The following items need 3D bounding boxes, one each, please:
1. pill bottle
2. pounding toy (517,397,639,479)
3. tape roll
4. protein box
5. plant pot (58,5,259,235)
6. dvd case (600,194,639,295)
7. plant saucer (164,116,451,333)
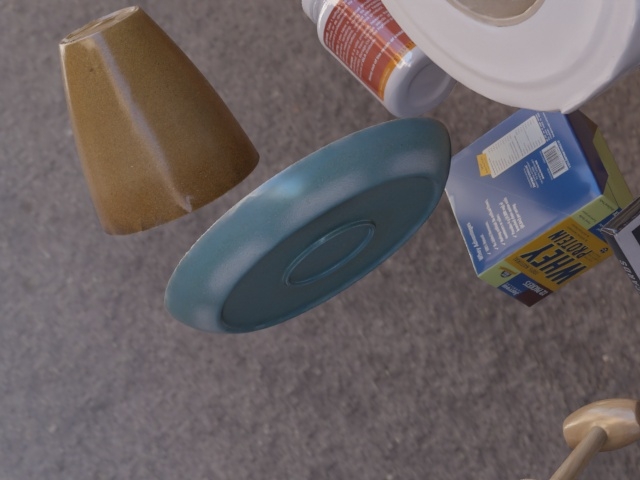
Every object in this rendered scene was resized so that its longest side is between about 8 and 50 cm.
[{"bbox_3d":[0.073,-0.264,1.679,0.121,0.121,0.216,-39,60,-5],"label":"pill bottle"},{"bbox_3d":[0.145,0.238,0.929,0.154,0.155,0.269,-19,43,46],"label":"pounding toy"},{"bbox_3d":[0.134,-0.232,0.884,0.100,0.286,0.286,-34,47,-26],"label":"tape roll"},{"bbox_3d":[0.300,-0.057,1.791,0.201,0.136,0.200,-36,50,24],"label":"protein box"},{"bbox_3d":[-0.238,-0.175,1.754,0.237,0.254,0.237,-21,20,8],"label":"plant pot"},{"bbox_3d":[0.390,-0.018,1.208,0.239,0.179,0.029,-40,25,-7],"label":"dvd case"},{"bbox_3d":[0.000,0.000,1.246,0.317,0.317,0.043,-33,72,0],"label":"plant saucer"}]
